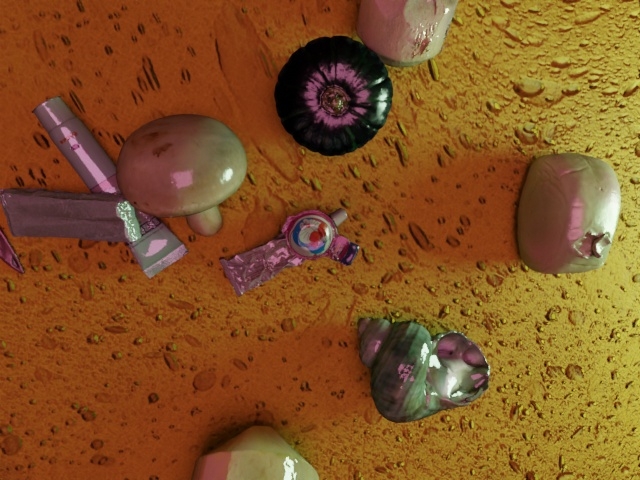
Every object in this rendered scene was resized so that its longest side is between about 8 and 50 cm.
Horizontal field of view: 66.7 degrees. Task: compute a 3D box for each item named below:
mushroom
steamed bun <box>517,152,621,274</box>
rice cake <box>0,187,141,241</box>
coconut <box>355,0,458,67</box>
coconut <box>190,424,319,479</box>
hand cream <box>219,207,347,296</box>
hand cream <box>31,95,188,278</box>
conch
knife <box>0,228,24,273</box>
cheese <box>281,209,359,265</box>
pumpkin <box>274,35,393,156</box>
[{"bbox_3d":[-0.218,-0.095,0.803,0.207,0.207,0.215,-15,135,-7],"label":"mushroom"},{"bbox_3d":[0.493,-0.048,0.944,0.170,0.152,0.239,1,102,-11],"label":"steamed bun"},{"bbox_3d":[-0.415,-0.041,0.808,0.226,0.040,0.085,3,114,6],"label":"rice cake"},{"bbox_3d":[0.146,-0.389,0.803,0.170,0.171,0.183,-1,144,-10],"label":"coconut"},{"bbox_3d":[-0.128,0.470,0.892,0.259,0.259,0.259,-2,100,-10],"label":"coconut"},{"bbox_3d":[-0.061,0.014,0.911,0.257,0.050,0.084,-28,106,-2],"label":"hand cream"},{"bbox_3d":[-0.360,-0.089,0.839,0.085,0.058,0.331,-37,110,-16],"label":"hand cream"},{"bbox_3d":[0.180,0.244,0.937,0.277,0.195,0.220,34,81,9],"label":"conch"},{"bbox_3d":[-0.580,-0.045,0.820,0.035,0.018,0.247,-28,104,-7],"label":"knife"},{"bbox_3d":[0.000,0.000,0.871,0.145,0.038,0.095,25,103,-15],"label":"cheese"},{"bbox_3d":[0.022,-0.242,0.826,0.202,0.140,0.202,1,108,3],"label":"pumpkin"}]
